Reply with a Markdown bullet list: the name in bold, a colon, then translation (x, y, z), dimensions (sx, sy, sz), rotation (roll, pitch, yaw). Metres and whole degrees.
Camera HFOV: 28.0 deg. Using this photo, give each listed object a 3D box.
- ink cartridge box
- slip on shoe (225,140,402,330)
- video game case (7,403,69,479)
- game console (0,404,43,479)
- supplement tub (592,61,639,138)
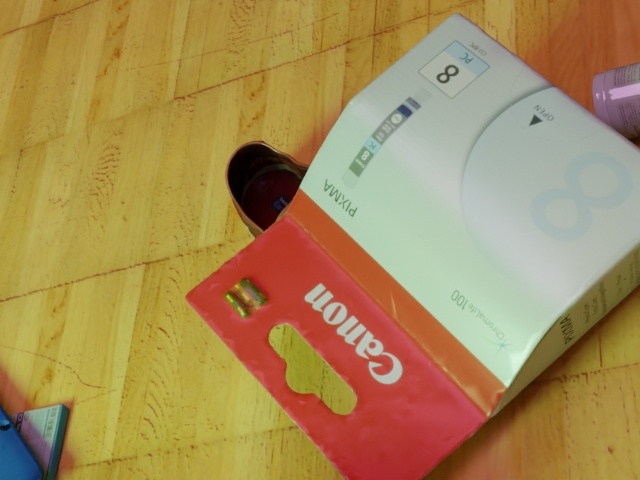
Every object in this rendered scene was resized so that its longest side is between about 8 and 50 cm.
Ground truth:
- **ink cartridge box**: translation (0.093, 0.005, 1.170), dimensions (0.385, 0.091, 0.308), rotation (-40, 59, -9)
- **slip on shoe**: translation (0.000, 0.000, 1.307), dimensions (0.123, 0.101, 0.331), rotation (-43, 46, -2)
- **video game case**: translation (-0.359, 0.250, 1.426), dimensions (0.166, 0.015, 0.119), rotation (-14, 52, 26)
- **game console**: translation (-0.458, 0.297, 1.432), dimensions (0.293, 0.173, 0.250), rotation (39, 119, 48)
- **supplement tub**: translation (0.319, -0.137, 1.212), dimensions (0.107, 0.071, 0.071), rotation (-10, 53, 28)
